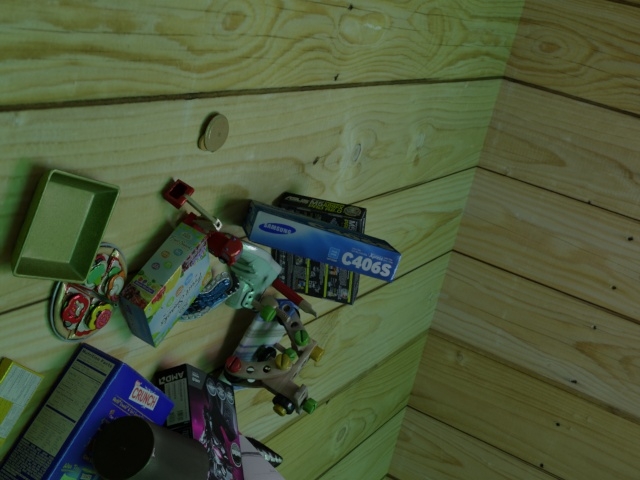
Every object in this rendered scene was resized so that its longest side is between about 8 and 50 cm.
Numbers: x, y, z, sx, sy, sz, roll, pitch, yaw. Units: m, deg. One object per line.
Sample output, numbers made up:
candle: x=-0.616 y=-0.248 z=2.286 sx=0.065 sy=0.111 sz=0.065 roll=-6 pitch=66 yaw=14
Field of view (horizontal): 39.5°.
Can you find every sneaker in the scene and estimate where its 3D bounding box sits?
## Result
sneaker: x=-0.182 y=0.086 z=2.103 sx=0.151 sy=0.094 sz=0.256 roll=-60 pitch=154 yaw=-9
sneaker: x=-0.225 y=0.637 z=2.487 sx=0.163 sy=0.106 sz=0.281 roll=-60 pitch=145 yaw=-4
sneaker: x=-0.268 y=0.142 z=2.013 sx=0.190 sy=0.071 sz=0.083 roll=-26 pitch=164 yaw=-41

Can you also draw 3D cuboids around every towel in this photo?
towel: x=-0.164 y=0.269 z=2.301 sx=0.285 sy=0.034 sz=0.209 roll=-60 pitch=157 yaw=10

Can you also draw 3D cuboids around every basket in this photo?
basket: x=-0.333 y=0.437 z=1.730 sx=0.204 sy=0.154 sz=0.227 roll=-59 pitch=151 yaw=-22

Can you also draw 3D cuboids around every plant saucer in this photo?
plant saucer: x=-0.444 y=-0.026 z=1.527 sx=0.188 sy=0.045 sz=0.189 roll=16 pitch=96 yaw=-65

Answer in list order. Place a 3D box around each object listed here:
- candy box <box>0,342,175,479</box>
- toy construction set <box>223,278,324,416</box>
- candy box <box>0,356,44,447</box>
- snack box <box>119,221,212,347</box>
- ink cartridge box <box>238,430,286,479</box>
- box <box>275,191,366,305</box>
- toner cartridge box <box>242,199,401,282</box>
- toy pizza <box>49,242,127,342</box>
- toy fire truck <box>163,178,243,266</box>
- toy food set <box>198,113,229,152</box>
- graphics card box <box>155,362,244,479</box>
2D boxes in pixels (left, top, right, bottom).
candy box: x=-0.457 y=0.397 z=1.763 sx=0.317 sy=0.122 sz=0.268 roll=-58 pitch=153 yaw=-18
toy construction set: x=-0.066 y=0.275 z=2.150 sx=0.257 sy=0.237 sz=0.309 roll=-31 pitch=148 yaw=-44
candy box: x=-0.574 y=0.311 z=1.565 sx=0.206 sy=0.027 sz=0.105 roll=-61 pitch=157 yaw=-14
snack box: x=-0.313 y=0.093 z=1.839 sx=0.207 sy=0.070 sz=0.174 roll=-52 pitch=162 yaw=-28
ink cartridge box: x=-0.222 y=0.612 z=2.206 sx=0.117 sy=0.283 sz=0.207 roll=7 pitch=106 yaw=-37
box: x=-0.003 y=0.023 z=2.261 sx=0.060 sy=0.216 sz=0.270 roll=-64 pitch=161 yaw=-53
toner cartridge box: x=0.000 y=0.000 z=2.065 sx=0.165 sy=0.347 sz=0.075 roll=-135 pitch=-117 yaw=-75
toy pizza: x=-0.428 y=0.102 z=1.683 sx=0.201 sy=0.032 sz=0.201 roll=-45 pitch=147 yaw=-40
toy fire truck: x=-0.237 y=-0.033 z=1.837 sx=0.047 sy=0.192 sz=0.135 roll=-54 pitch=-179 yaw=-25
toy food set: x=-0.218 y=-0.223 z=1.856 sx=0.082 sy=0.020 sz=0.083 roll=-6 pitch=115 yaw=-63
graphics card box: x=-0.263 y=0.483 z=2.001 sx=0.233 sy=0.094 sz=0.371 roll=44 pitch=31 yaw=-57
